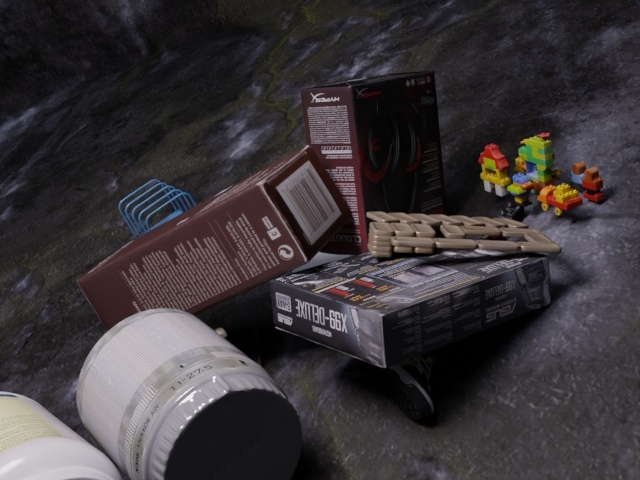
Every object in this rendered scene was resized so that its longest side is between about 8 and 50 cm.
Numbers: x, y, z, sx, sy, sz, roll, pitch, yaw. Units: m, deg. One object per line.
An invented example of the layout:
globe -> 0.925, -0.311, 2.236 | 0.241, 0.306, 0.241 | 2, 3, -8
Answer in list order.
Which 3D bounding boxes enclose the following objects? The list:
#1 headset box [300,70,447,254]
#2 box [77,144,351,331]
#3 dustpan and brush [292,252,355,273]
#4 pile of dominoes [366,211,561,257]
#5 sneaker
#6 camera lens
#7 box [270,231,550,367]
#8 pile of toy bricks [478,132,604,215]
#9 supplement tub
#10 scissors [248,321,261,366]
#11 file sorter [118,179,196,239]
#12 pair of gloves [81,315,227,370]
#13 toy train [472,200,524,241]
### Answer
headset box -> 0.093, -0.113, 1.656 | 0.110, 0.293, 0.218 | 4, 15, 42
box -> -0.162, 0.012, 1.575 | 0.381, 0.143, 0.191 | -27, 9, 29
dustpan and brush -> 0.009, 0.023, 1.773 | 0.147, 0.060, 0.211 | -20, 33, -4
pile of dominoes -> 0.194, 0.001, 1.483 | 0.251, 0.040, 0.196 | 3, 13, -5
sneaker -> 0.119, 0.151, 1.401 | 0.097, 0.084, 0.234 | -27, 27, -4
camera lens -> -0.179, 0.228, 1.364 | 0.219, 0.219, 0.274 | -37, 35, -19
box -> 0.125, 0.070, 1.426 | 0.307, 0.076, 0.242 | -16, 18, -35
pile of toy bricks -> 0.346, -0.119, 1.623 | 0.118, 0.105, 0.212 | -20, 24, -22
supplement tub -> -0.391, 0.346, 1.344 | 0.235, 0.235, 0.325 | -39, 29, -23
scissors -> -0.092, 0.206, 1.569 | 0.109, 0.021, 0.297 | -18, 27, 23
file sorter -> -0.326, -0.047, 2.131 | 0.118, 0.104, 0.170 | -37, 29, -18
pair of gloves -> -0.259, 0.183, 1.614 | 0.204, 0.042, 0.240 | -35, 20, -20
toy train -> 0.270, -0.009, 1.615 | 0.036, 0.027, 0.158 | 18, 49, 40
